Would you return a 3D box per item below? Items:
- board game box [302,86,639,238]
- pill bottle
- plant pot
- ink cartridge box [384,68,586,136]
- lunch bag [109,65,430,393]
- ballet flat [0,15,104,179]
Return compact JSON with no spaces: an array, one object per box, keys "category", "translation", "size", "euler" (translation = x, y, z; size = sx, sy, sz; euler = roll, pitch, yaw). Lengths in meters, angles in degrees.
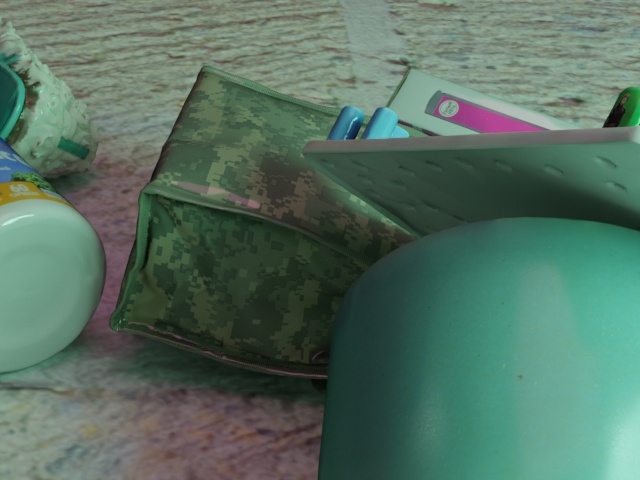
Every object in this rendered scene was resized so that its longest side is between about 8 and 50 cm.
[{"category":"board game box","translation":[0.229,0.020,0.982],"size":[0.390,0.050,0.390],"euler":[34,-13,-25]},{"category":"pill bottle","translation":[-0.305,-0.020,1.219],"size":[0.152,0.152,0.272],"euler":[-17,38,-33]},{"category":"plant pot","translation":[0.129,0.171,0.864],"size":[0.293,0.293,0.235],"euler":[9,50,5]},{"category":"ink cartridge box","translation":[0.239,-0.031,1.311],"size":[0.371,0.176,0.069],"euler":[20,67,25]},{"category":"lunch bag","translation":[0.000,0.000,1.215],"size":[0.287,0.169,0.235],"euler":[16,32,-2]},{"category":"ballet flat","translation":[-0.354,-0.171,1.522],"size":[0.147,0.147,0.409],"euler":[-15,39,-31]}]
